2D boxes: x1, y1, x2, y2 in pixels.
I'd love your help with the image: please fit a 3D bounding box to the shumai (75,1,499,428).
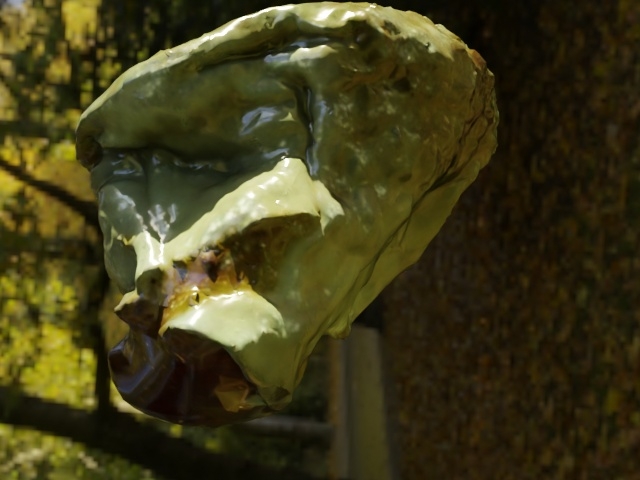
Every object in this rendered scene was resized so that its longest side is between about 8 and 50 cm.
[{"bbox_3d":[0.000,0.000,0.823,0.222,0.272,0.203,112,141,-60],"label":"shumai"}]
